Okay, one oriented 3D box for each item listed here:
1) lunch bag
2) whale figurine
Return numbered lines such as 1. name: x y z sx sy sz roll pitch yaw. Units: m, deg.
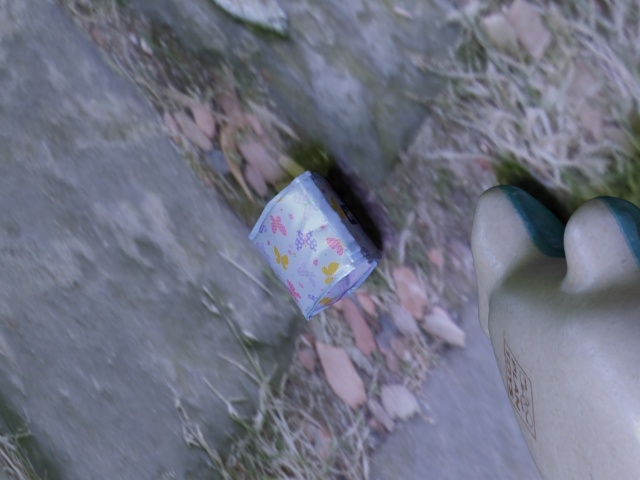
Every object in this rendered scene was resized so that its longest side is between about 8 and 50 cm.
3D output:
1. lunch bag: 0.000 0.000 1.235 0.071 0.053 0.083 54 157 11
2. whale figurine: 0.170 0.064 1.022 0.272 0.141 0.216 -126 23 -56
